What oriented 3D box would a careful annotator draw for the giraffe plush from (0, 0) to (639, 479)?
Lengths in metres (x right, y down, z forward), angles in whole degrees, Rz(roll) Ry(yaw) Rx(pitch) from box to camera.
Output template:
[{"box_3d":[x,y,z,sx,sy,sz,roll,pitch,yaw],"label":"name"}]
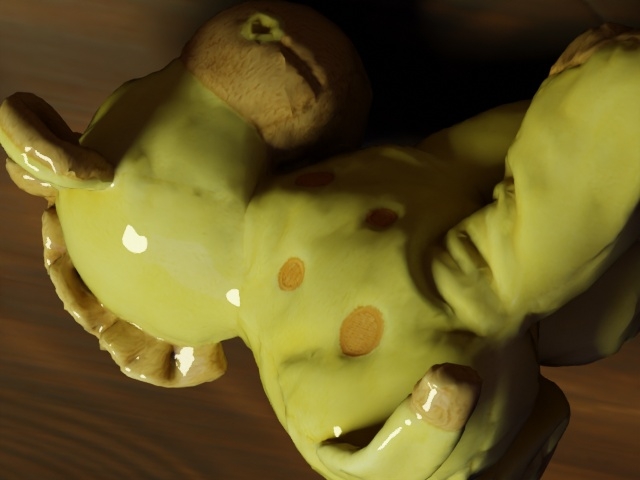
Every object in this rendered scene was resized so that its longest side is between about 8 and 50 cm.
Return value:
[{"box_3d":[0.000,0.000,0.484,0.170,0.210,0.181,33,147,19],"label":"giraffe plush"}]
